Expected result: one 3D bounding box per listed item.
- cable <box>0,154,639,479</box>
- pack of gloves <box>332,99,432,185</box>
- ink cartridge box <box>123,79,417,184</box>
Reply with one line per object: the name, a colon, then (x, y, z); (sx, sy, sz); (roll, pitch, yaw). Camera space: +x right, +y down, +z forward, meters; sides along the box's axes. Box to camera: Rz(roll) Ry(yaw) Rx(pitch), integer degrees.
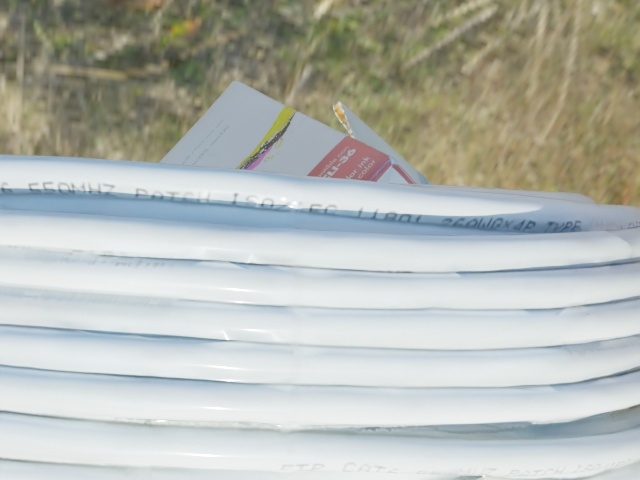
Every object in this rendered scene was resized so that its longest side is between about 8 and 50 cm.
cable: (-0.030, 0.026, 0.542); (0.257, 0.257, 0.089); (1, 90, -5)
pack of gloves: (0.081, 0.043, 1.227); (0.046, 0.232, 0.195); (-33, 53, 17)
ink cartridge box: (0.000, 0.000, 0.837); (0.067, 0.198, 0.115); (-48, 119, -6)
